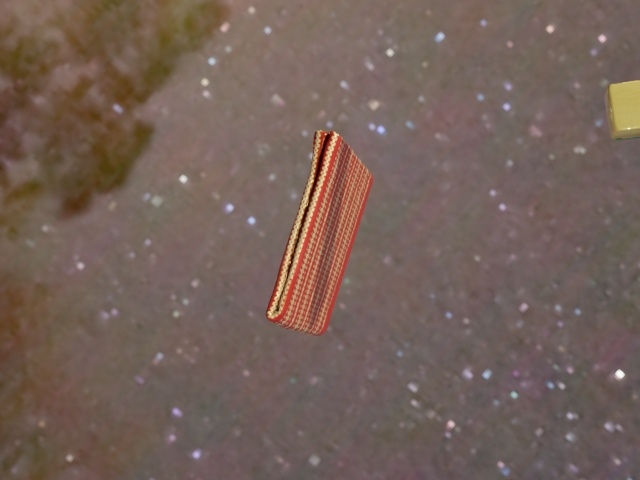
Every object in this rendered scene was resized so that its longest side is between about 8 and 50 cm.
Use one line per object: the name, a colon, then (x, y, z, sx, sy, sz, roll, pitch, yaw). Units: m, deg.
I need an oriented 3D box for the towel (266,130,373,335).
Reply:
towel: (0.000, 0.000, 1.412, 0.275, 0.031, 0.199, 37, 69, -79)

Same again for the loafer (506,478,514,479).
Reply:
loafer: (0.187, 0.363, 1.530, 0.220, 0.078, 0.080, -50, 162, -25)

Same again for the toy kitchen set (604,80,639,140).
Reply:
toy kitchen set: (0.377, -0.056, 1.469, 0.166, 0.122, 0.207, 69, 15, -78)
